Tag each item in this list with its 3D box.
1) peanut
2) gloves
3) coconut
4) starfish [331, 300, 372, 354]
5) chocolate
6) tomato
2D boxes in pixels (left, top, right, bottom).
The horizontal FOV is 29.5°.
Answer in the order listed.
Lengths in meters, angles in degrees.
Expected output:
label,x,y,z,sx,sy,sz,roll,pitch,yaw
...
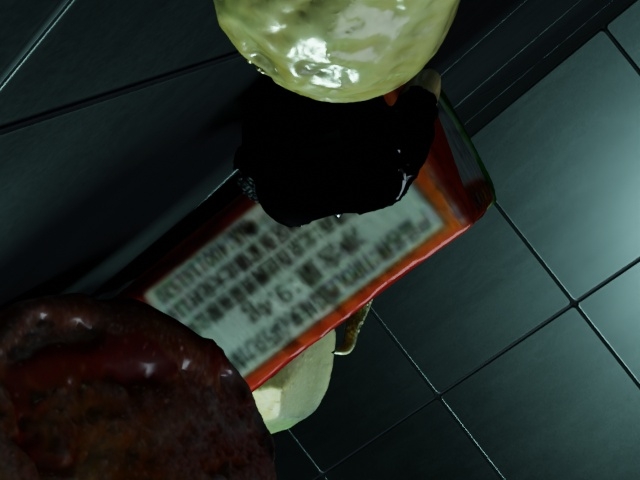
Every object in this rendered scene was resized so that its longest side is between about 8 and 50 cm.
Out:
label,x,y,z,sx,sy,sz,roll,pitch,yaw
peanut,0.018,-0.115,0.428,0.103,0.098,0.229,-65,-176,-21
gloves,0.010,-0.091,0.862,0.129,0.106,0.181,-38,-155,24
coconut,-0.103,0.139,1.537,0.259,0.259,0.259,-38,177,-3
starfish,0.046,0.010,1.479,0.138,0.050,0.247,-56,-154,34
chocolate,0.000,0.000,1.217,0.360,0.161,0.341,-39,177,14
tomato,-0.191,0.185,0.927,0.170,0.309,0.309,-24,-175,36
